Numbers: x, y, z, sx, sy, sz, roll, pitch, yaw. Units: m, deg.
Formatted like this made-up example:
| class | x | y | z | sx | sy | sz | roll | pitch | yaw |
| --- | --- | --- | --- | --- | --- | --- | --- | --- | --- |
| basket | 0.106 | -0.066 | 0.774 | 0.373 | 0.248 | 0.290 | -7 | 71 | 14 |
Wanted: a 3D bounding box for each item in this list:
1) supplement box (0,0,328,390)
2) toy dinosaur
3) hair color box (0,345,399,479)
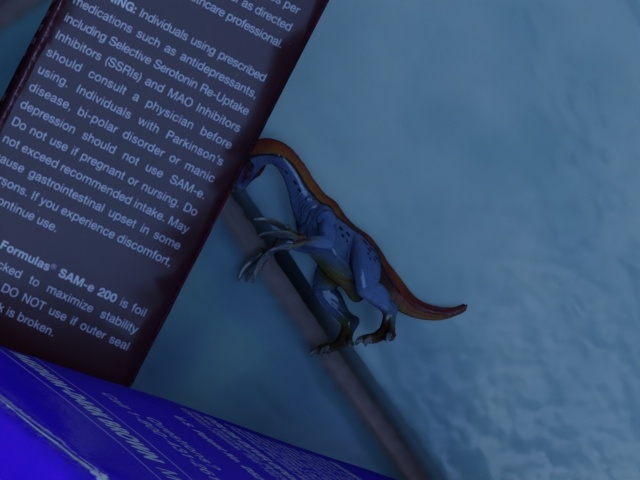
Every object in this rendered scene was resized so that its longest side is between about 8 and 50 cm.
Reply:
| class | x | y | z | sx | sy | sz | roll | pitch | yaw |
| --- | --- | --- | --- | --- | --- | --- | --- | --- | --- |
| supplement box | -0.076 | -0.016 | 0.501 | 0.073 | 0.130 | 0.239 | 26 | 92 | -12 |
| toy dinosaur | 0.000 | 0.000 | 0.575 | 0.090 | 0.047 | 0.082 | -14 | 90 | -42 |
| hair color box | -0.004 | 0.167 | 0.473 | 0.339 | 0.110 | 0.185 | 25 | 92 | -45 |
